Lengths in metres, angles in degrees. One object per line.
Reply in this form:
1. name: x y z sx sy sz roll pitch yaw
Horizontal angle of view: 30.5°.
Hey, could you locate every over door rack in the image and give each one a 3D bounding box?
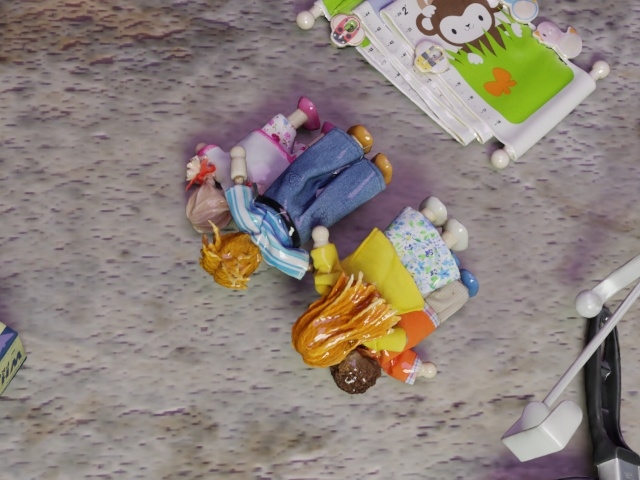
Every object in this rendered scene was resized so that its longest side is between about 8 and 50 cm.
1. over door rack: 0.279 0.132 0.854 0.239 0.108 0.324 45 50 1

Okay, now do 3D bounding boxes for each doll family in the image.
1. doll family: 0.000 0.000 0.880 0.163 0.118 0.263 -40 81 -19

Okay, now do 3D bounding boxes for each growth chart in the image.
1. growth chart: 0.120 -0.173 1.014 0.237 0.021 0.172 38 68 5

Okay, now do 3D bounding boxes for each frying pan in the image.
1. frying pan: 0.232 0.219 0.863 0.197 0.053 0.326 42 55 -12

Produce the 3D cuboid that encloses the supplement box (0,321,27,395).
1. supplement box: -0.261 0.076 0.832 0.083 0.083 0.056 31 70 2
